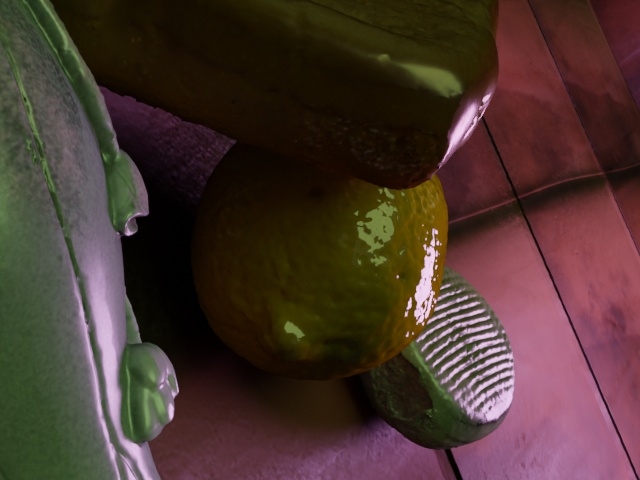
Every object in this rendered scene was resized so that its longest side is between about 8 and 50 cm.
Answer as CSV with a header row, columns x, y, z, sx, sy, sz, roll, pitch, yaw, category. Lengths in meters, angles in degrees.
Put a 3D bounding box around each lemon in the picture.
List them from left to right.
x,y,z,sx,sy,sz,roll,pitch,yaw,category
-0.003,0.007,0.771,0.228,0.228,0.254,39,52,-32,lemon

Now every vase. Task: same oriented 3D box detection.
x,y,z,sx,sy,sz,roll,pitch,yaw,category
-0.196,0.046,0.484,0.250,0.250,0.446,-25,90,-56,vase

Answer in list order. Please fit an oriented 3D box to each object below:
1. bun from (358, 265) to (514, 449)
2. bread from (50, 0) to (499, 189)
x,y,z,sx,sy,sz,roll,pitch,yaw,category
0.121,0.130,0.964,0.221,0.108,0.221,30,41,-31,bun
-0.032,-0.166,0.667,0.336,0.148,0.328,18,36,-5,bread
